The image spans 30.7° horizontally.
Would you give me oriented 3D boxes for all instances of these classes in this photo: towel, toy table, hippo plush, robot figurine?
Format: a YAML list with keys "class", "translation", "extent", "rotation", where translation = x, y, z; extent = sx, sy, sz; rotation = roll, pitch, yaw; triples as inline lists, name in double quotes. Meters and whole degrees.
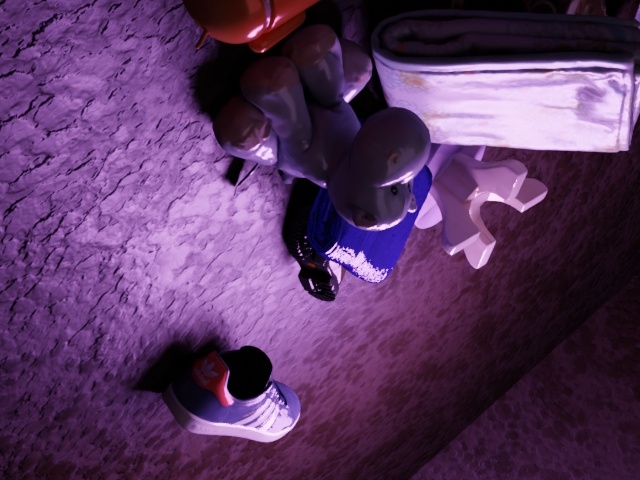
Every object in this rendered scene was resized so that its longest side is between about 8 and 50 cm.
- class: "towel"
  translation: [0.076, -0.060, 1.836]
  extent: [0.227, 0.076, 0.308]
  rotation: [-64, 158, -3]
- class: "toy table"
  translation: [0.265, -0.085, 2.061]
  extent: [0.252, 0.161, 0.274]
  rotation: [-35, 154, -22]
- class: "towel"
  translation: [0.271, -0.215, 1.656]
  extent: [0.320, 0.374, 0.090]
  rotation: [64, 33, -69]
- class: "hippo plush"
  translation: [0.009, -0.111, 1.535]
  extent: [0.234, 0.236, 0.294]
  rotation: [-15, 140, -49]
- class: "robot figurine"
  translation: [-0.064, -0.300, 1.279]
  extent: [0.219, 0.128, 0.158]
  rotation: [-36, 174, -23]

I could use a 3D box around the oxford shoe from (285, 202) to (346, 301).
- class: "oxford shoe"
  translation: [0.000, 0.000, 1.895]
  extent: [0.096, 0.083, 0.227]
  rotation: [-61, 160, -28]

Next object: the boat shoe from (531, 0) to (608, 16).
- class: "boat shoe"
  translation: [0.403, -0.332, 1.869]
  extent: [0.116, 0.123, 0.324]
  rotation: [16, 100, -22]

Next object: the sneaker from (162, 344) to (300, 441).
- class: "sneaker"
  translation: [-0.112, 0.254, 2.006]
  extent: [0.148, 0.131, 0.350]
  rotation: [-49, 155, 15]

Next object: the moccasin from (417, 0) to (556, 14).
- class: "moccasin"
  translation: [0.246, -0.327, 1.688]
  extent: [0.139, 0.147, 0.380]
  rotation: [-48, 155, 2]

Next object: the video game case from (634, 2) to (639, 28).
- class: "video game case"
  translation: [0.588, -0.380, 2.135]
  extent: [0.204, 0.025, 0.285]
  rotation: [75, 35, -61]
